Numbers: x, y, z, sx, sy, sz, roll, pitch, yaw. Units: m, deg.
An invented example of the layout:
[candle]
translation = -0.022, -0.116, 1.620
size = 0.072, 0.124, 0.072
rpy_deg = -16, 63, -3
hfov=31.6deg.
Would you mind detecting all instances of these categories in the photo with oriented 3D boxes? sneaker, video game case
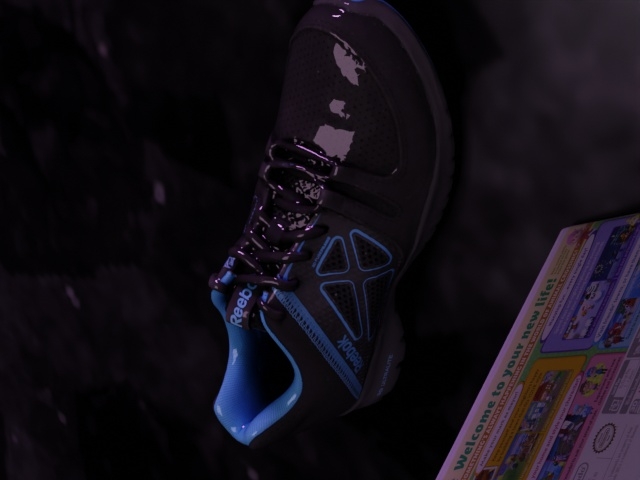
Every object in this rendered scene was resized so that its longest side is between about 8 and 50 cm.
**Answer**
[sneaker]
translation = 0.000, 0.000, 0.778
size = 0.125, 0.139, 0.341
rpy_deg = 27, 127, 36
[video game case]
translation = 0.157, 0.068, 0.594
size = 0.023, 0.212, 0.193
rpy_deg = 40, 155, -19
